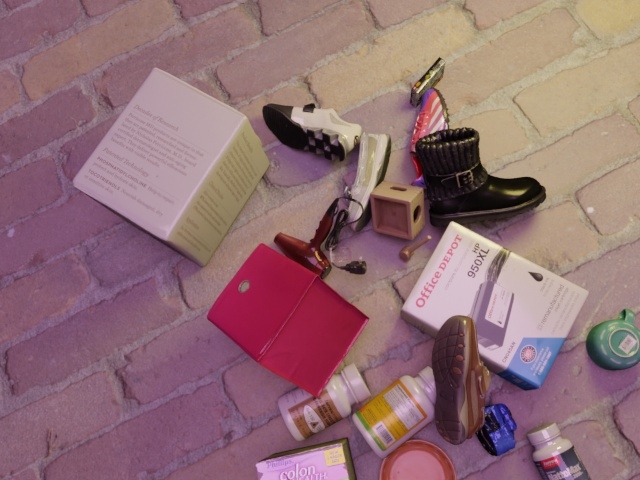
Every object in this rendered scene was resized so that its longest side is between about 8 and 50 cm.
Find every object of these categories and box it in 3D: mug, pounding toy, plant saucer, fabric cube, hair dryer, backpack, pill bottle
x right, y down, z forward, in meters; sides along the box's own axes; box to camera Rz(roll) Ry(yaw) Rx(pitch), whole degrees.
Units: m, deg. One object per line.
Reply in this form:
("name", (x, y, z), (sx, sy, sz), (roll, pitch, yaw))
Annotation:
("mug", (0.776, 0.259, 1.550), (0.129, 0.097, 0.158), (-7, 75, 5))
("pounding toy", (0.248, -0.050, 1.675), (0.181, 0.206, 0.094), (15, 40, 32))
("plant saucer", (0.254, 0.624, 1.544), (0.199, 0.037, 0.200), (-2, 75, 7))
("fabric cube", (-0.086, 0.203, 1.534), (0.258, 0.259, 0.254), (27, 78, 48))
("hair dryer", (0.000, 0.000, 1.694), (0.293, 0.080, 0.224), (-7, 88, 23))
("backpack", (0.455, 0.488, 1.526), (0.101, 0.098, 0.120), (-21, 73, -3))
("pill bottle", (0.013, 0.425, 1.576), (0.229, 0.131, 0.131), (-28, 74, -1))
("pill bottle", (0.216, 0.442, 1.546), (0.245, 0.136, 0.136), (-36, 74, -4))
("pill bottle", (0.598, 0.559, 1.485), (0.107, 0.108, 0.180), (-25, 73, 0))

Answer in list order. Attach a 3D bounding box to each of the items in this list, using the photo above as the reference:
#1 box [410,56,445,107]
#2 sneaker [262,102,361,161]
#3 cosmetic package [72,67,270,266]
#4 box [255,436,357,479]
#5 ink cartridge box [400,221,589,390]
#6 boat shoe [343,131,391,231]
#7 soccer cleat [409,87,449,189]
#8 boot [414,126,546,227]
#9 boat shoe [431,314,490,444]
("box", (0.327, -0.482, 1.806), (0.027, 0.094, 0.137), (39, 82, 15))
("sneaker", (-0.024, -0.353, 1.810), (0.330, 0.123, 0.146), (28, 55, 22))
("cosmetic package", (-0.402, -0.194, 1.690), (0.327, 0.329, 0.394), (29, 79, 14))
("box", (-0.027, 0.582, 1.481), (0.213, 0.243, 0.117), (-13, 73, 2))
("ink cartridge box", (0.448, 0.173, 1.576), (0.394, 0.166, 0.286), (29, 80, 13))
("boat shoe", (0.126, -0.176, 1.740), (0.103, 0.118, 0.321), (12, 73, 16))
("soccer cleat", (0.316, -0.304, 1.747), (0.116, 0.108, 0.319), (-1, 78, -7))
("boot", (0.443, -0.189, 1.620), (0.347, 0.131, 0.260), (-12, 113, -1))
("boat shoe", (0.353, 0.337, 1.460), (0.116, 0.123, 0.325), (-5, 104, -28))
